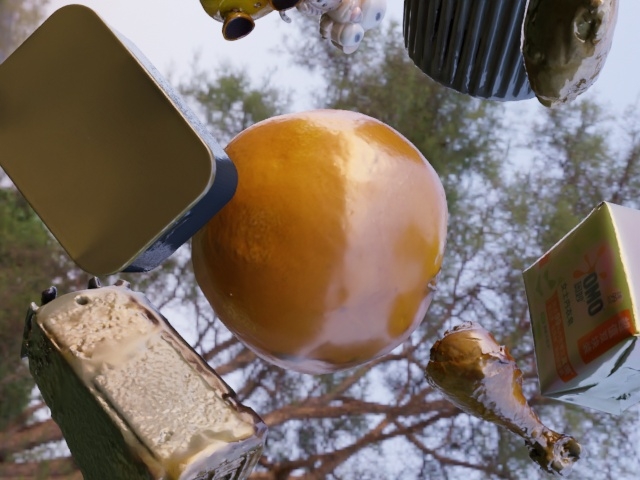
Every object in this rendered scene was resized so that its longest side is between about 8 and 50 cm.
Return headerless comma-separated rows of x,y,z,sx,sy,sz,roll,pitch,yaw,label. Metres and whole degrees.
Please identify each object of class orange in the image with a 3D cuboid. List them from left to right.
0.000,0.000,1.006,0.312,0.312,0.312,-175,-90,-66,orange

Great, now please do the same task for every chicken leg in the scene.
0.212,0.188,0.987,0.087,0.251,0.107,-48,-160,-7,chicken leg

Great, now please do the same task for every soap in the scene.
0.359,0.084,1.062,0.182,0.138,0.199,129,-30,-48,soap

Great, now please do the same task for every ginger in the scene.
0.121,-0.185,0.481,0.133,0.058,0.214,32,-47,60,ginger

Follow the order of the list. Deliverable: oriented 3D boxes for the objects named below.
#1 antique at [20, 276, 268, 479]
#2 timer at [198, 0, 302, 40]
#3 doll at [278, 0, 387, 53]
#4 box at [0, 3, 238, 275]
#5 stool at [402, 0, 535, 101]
-0.192,0.154,0.868,0.284,0.125,0.150,46,-49,28,antique
-0.079,-0.272,0.874,0.109,0.107,0.107,65,-32,12,timer
0.022,-0.466,1.685,0.119,0.278,0.154,40,-73,32,doll
-0.175,-0.078,0.726,0.144,0.090,0.201,-43,-101,7,box
0.246,-0.382,1.120,0.330,0.297,0.297,97,-17,-50,stool
